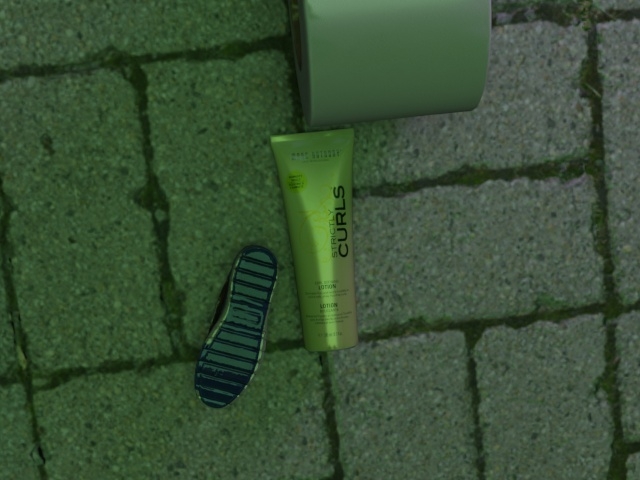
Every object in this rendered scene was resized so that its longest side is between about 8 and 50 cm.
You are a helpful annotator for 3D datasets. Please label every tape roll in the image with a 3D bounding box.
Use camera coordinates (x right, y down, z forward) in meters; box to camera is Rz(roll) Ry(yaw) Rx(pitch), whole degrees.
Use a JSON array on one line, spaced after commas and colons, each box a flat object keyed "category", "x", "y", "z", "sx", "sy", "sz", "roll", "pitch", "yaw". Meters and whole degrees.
[{"category": "tape roll", "x": 0.057, "y": -0.239, "z": 1.062, "sx": 0.169, "sy": 0.246, "sz": 0.246, "roll": -7, "pitch": 98, "yaw": -4}]

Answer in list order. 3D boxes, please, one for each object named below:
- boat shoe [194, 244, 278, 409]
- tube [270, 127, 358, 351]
[{"category": "boat shoe", "x": -0.089, "y": 0.094, "z": 1.186, "sx": 0.066, "sy": 0.066, "sz": 0.183, "roll": 21, "pitch": 90, "yaw": -9}, {"category": "tube", "x": 0.000, "y": 0.000, "z": 1.187, "sx": 0.070, "sy": 0.062, "sz": 0.240, "roll": -8, "pitch": 95, "yaw": -44}]
